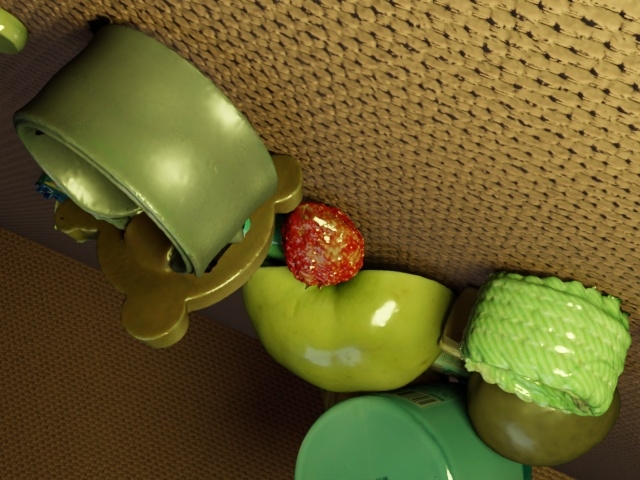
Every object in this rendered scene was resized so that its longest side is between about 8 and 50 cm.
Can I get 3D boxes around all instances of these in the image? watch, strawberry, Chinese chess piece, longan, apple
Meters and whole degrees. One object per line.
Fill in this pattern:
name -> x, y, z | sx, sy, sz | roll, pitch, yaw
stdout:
watch -> -0.223, -0.094, 1.001 | 0.335, 0.314, 0.327 | 29, 158, 31
strawberry -> 0.001, 0.007, 1.224 | 0.131, 0.131, 0.148 | 20, 174, 17
Chinese chess piece -> -0.426, -0.279, 1.073 | 0.084, 0.034, 0.084 | 21, 166, 6
longan -> 0.371, 0.269, 1.371 | 0.248, 0.248, 0.248 | 23, 166, 6
apple -> 0.059, 0.131, 1.453 | 0.320, 0.311, 0.360 | 49, 180, 25

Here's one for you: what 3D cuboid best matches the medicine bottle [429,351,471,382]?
medicine bottle -> 0.250, 0.216, 1.627 | 0.188, 0.094, 0.119 | 18, 168, 26

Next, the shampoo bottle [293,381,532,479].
shampoo bottle -> 0.171, 0.431, 1.497 | 0.331, 0.331, 0.342 | 15, -177, 34

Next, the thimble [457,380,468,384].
thimble -> 0.398, 0.356, 1.802 | 0.235, 0.143, 0.198 | 13, 162, 45

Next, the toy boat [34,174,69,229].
toy boat -> -0.631, -0.078, 2.015 | 0.175, 0.110, 0.091 | 33, 164, -37

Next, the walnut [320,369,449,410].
walnut -> 0.157, 0.352, 1.890 | 0.344, 0.306, 0.306 | 38, 161, -34

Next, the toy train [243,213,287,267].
toy train -> -0.125, -0.018, 1.434 | 0.248, 0.101, 0.159 | 22, 150, 7

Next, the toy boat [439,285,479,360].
toy boat -> 0.286, 0.149, 1.280 | 0.188, 0.116, 0.061 | 21, 159, 21

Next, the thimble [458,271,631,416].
thimble -> 0.305, 0.137, 1.124 | 0.218, 0.150, 0.219 | 22, 166, 6

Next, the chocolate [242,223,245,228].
chocolate -> -0.179, -0.070, 1.265 | 0.127, 0.124, 0.133 | 17, 133, 37
